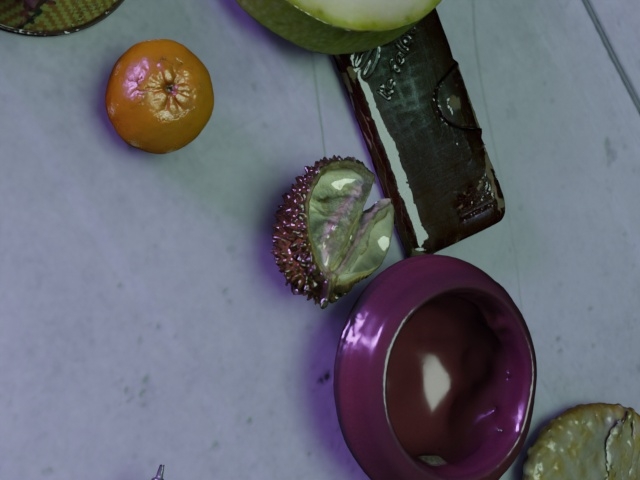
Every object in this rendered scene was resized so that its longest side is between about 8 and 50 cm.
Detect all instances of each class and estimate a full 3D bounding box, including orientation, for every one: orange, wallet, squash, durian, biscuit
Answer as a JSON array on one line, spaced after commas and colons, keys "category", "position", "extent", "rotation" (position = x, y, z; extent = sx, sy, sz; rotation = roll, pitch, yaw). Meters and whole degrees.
[{"category": "orange", "position": [-0.116, -0.105, 0.891], "extent": [0.083, 0.070, 0.083], "rotation": [3, 84, -30]}, {"category": "wallet", "position": [0.084, -0.109, 1.055], "extent": [0.122, 0.031, 0.232], "rotation": [-25, 97, -31]}, {"category": "squash", "position": [0.006, -0.279, 0.999], "extent": [0.252, 0.049, 0.252], "rotation": [10, 69, -28]}, {"category": "durian", "position": [0.001, 0.002, 0.957], "extent": [0.110, 0.071, 0.140], "rotation": [43, 46, -29]}, {"category": "biscuit", "position": [0.258, 0.253, 1.128], "extent": [0.220, 0.033, 0.219], "rotation": [5, 82, -36]}]

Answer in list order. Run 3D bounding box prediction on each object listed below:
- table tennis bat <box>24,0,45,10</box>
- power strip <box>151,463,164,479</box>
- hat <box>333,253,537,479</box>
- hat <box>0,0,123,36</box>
[{"category": "table tennis bat", "position": [-0.243, -0.212, 0.759], "extent": [0.170, 0.119, 0.107], "rotation": [40, 90, -7]}, {"category": "power strip", "position": [-0.139, 0.260, 0.820], "extent": [0.029, 0.080, 0.226], "rotation": [29, 68, -32]}, {"category": "hat", "position": [0.087, 0.113, 0.994], "extent": [0.206, 0.089, 0.205], "rotation": [1, 88, -33]}, {"category": "hat", "position": [-0.191, -0.244, 0.851], "extent": [0.193, 0.082, 0.193], "rotation": [4, 82, -35]}]
